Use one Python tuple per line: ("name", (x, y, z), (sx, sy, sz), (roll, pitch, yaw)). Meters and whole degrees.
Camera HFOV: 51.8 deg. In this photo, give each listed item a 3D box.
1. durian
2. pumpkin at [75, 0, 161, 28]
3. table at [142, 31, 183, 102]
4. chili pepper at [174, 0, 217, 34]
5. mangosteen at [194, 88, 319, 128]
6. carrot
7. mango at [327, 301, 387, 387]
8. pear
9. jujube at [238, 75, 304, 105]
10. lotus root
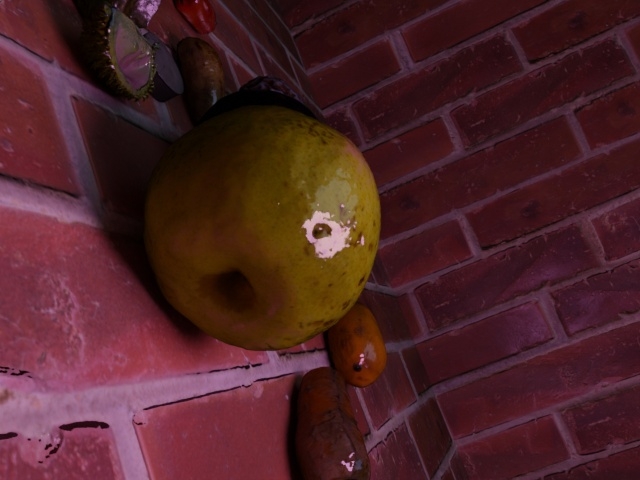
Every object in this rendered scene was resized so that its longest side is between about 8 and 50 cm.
("durian", (-0.341, -0.310, 1.104), (0.221, 0.096, 0.137), (11, 92, -77))
("pumpkin", (-0.371, -0.508, 1.167), (0.111, 0.163, 0.278), (42, 26, -64))
("table", (-0.329, -0.346, 1.323), (0.133, 0.043, 0.133), (61, 13, -25))
("chili pepper", (-0.335, -0.621, 1.714), (0.086, 0.084, 0.192), (54, 2, 23))
("mangosteen", (-0.125, -0.143, 1.323), (0.297, 0.313, 0.297), (23, 8, -3))
("carrot", (0.012, 0.368, 1.259), (0.138, 0.139, 0.302), (62, 3, -21))
("mango", (0.094, 0.264, 1.760), (0.359, 0.144, 0.186), (-98, 173, -68))
("pear", (-0.080, -0.037, 1.026), (0.391, 0.391, 0.391), (60, 14, -25))
("jujube", (-0.136, -0.285, 1.661), (0.226, 0.226, 0.317), (60, 19, -26))
("lotus root", (-0.265, -0.361, 1.510), (0.110, 0.097, 0.258), (42, 31, -68))
